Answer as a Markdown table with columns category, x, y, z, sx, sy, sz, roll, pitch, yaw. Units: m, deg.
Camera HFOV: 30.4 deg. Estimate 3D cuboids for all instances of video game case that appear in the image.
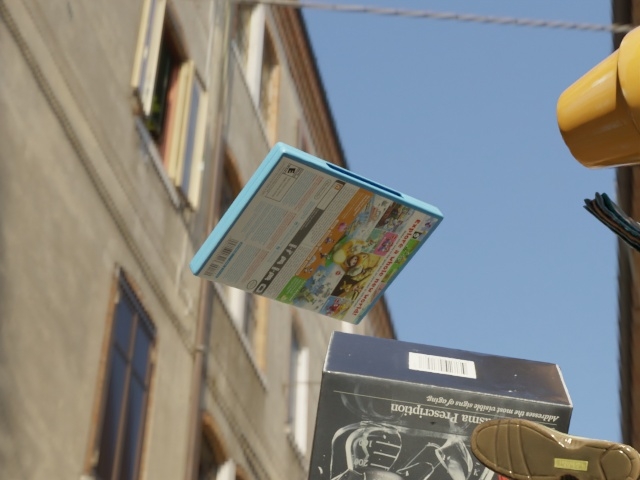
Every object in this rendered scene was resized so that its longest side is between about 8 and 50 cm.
| category | x | y | z | sx | sy | sz | roll | pitch | yaw |
| --- | --- | --- | --- | --- | --- | --- | --- | --- | --- |
| video game case | 0.000 | 0.000 | 0.885 | 0.166 | 0.015 | 0.119 | 20 | -63 | -38 |

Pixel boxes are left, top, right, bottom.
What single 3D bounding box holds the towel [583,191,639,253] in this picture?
| category | x | y | z | sx | sy | sz | roll | pitch | yaw |
| --- | --- | --- | --- | --- | --- | --- | --- | --- | --- |
| towel | 0.562 | 0.075 | 1.690 | 0.271 | 0.370 | 0.040 | 27 | -74 | -39 |

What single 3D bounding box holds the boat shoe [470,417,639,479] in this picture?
| category | x | y | z | sx | sy | sz | roll | pitch | yaw |
| --- | --- | --- | --- | --- | --- | --- | --- | --- | --- |
| boat shoe | 0.257 | 0.237 | 1.272 | 0.190 | 0.068 | 0.072 | 10 | -7 | 31 |

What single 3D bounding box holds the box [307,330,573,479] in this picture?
| category | x | y | z | sx | sy | sz | roll | pitch | yaw |
| --- | --- | --- | --- | --- | --- | --- | --- | --- | --- |
| box | 0.157 | 0.324 | 1.679 | 0.343 | 0.179 | 0.313 | 8 | -76 | 3 |

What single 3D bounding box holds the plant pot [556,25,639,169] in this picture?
| category | x | y | z | sx | sy | sz | roll | pitch | yaw |
| --- | --- | --- | --- | --- | --- | --- | --- | --- | --- |
| plant pot | 0.445 | -0.188 | 1.661 | 0.205 | 0.205 | 0.188 | 30 | -35 | -32 |
